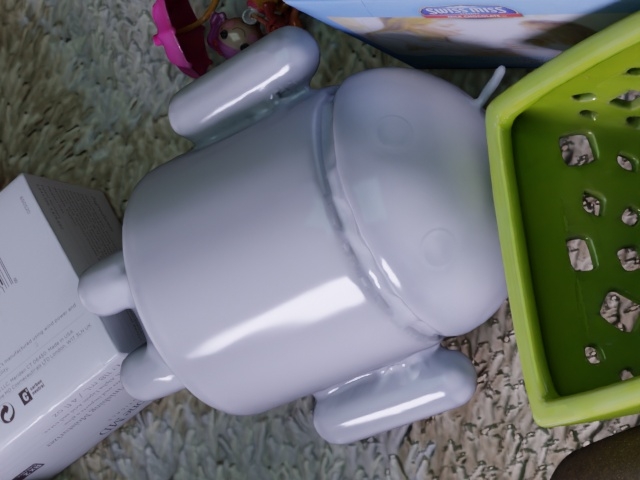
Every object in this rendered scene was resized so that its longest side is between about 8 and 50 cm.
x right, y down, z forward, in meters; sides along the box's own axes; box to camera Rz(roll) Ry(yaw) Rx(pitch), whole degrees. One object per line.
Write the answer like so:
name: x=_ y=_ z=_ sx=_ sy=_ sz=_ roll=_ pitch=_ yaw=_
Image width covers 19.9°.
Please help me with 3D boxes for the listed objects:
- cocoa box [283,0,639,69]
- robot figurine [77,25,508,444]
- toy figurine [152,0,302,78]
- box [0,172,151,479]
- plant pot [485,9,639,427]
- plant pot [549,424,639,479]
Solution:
cocoa box: x=0.181 y=-0.244 z=1.232 sx=0.347 sy=0.231 sz=0.228 roll=2 pitch=84 yaw=28
robot figurine: x=0.000 y=0.000 z=1.314 sx=0.353 sy=0.200 sz=0.300 roll=-22 pitch=100 yaw=24
toy figurine: x=-0.060 y=-0.194 z=1.445 sx=0.173 sy=0.130 sz=0.159 roll=33 pitch=114 yaw=3
box: x=-0.230 y=0.074 z=1.476 sx=0.181 sy=0.119 sz=0.182 roll=-39 pitch=68 yaw=19
plant pot: x=0.260 y=-0.013 z=1.146 sx=0.228 sy=0.207 sz=0.227 roll=-28 pitch=66 yaw=59
plant pot: x=0.263 y=0.188 z=1.162 sx=0.230 sy=0.215 sz=0.215 roll=-2 pitch=82 yaw=42
